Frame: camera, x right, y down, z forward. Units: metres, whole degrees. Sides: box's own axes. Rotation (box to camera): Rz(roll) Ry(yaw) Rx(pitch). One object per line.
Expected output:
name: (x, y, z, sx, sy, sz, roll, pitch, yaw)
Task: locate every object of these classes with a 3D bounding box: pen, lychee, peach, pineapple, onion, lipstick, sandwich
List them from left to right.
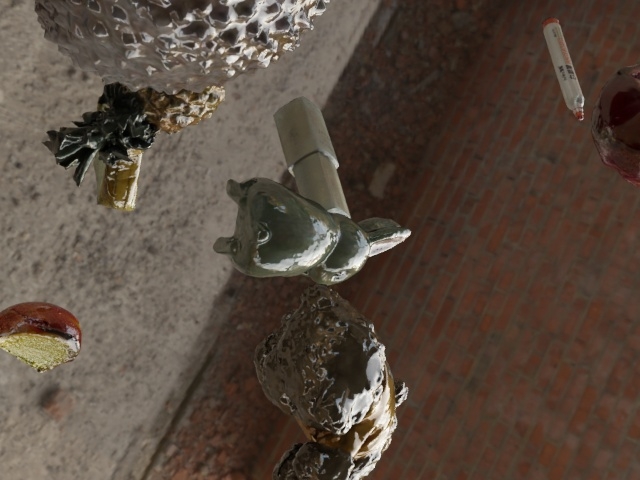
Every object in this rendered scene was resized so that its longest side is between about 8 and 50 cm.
peach: (-0.510, 0.162, 1.380, 0.172, 0.092, 0.127, 25, 126, -38)
sandwich: (-0.405, -0.210, 1.566, 0.087, 0.226, 0.251, 2, 130, -20)
pineapple: (-0.255, -0.174, 1.056, 0.248, 0.128, 0.128, -38, 141, -12)
lychee: (-0.122, -0.260, 0.677, 0.300, 0.300, 0.300, -34, 136, -40)
lipstick: (-0.012, -0.129, 1.330, 0.077, 0.252, 0.079, -31, 143, 20)
pen: (0.331, -0.235, 1.052, 0.026, 0.026, 0.218, 73, 14, -47)
onion: (0.404, -0.110, 0.882, 0.135, 0.173, 0.198, 85, -1, -49)

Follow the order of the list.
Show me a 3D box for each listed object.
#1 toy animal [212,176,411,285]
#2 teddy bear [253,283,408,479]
toy animal: (0.000, 0.003, 0.959, 0.251, 0.127, 0.125, 11, 132, -30)
teddy bear: (0.009, 0.128, 0.677, 0.190, 0.140, 0.177, 80, 0, -59)
